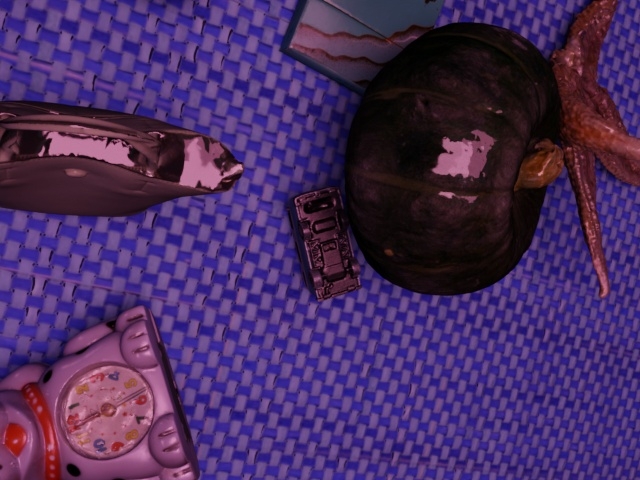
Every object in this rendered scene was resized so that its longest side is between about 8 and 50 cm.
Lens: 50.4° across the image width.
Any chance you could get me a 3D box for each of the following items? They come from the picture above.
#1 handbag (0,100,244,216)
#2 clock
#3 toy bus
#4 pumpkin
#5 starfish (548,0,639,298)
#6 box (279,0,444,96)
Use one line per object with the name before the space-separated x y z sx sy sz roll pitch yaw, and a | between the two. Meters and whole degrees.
handbag | -0.202 -0.060 0.558 0.241 0.315 0.109 2 98 -23
clock | -0.260 0.183 0.654 0.254 0.189 0.189 -15 102 -15
toy bus | 0.000 0.000 0.785 0.060 0.075 0.123 -16 102 -16
pumpkin | 0.154 -0.079 0.744 0.300 0.207 0.300 -44 142 -49
starfish | 0.378 -0.169 0.884 0.384 0.132 0.398 61 36 -22
box | 0.067 -0.290 0.797 0.162 0.041 0.229 23 87 -25
